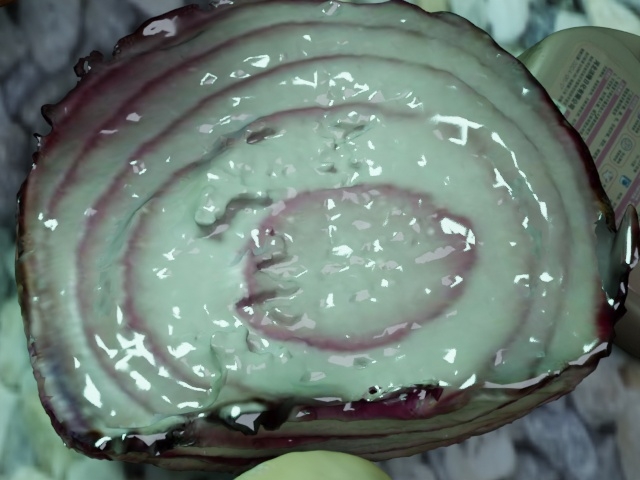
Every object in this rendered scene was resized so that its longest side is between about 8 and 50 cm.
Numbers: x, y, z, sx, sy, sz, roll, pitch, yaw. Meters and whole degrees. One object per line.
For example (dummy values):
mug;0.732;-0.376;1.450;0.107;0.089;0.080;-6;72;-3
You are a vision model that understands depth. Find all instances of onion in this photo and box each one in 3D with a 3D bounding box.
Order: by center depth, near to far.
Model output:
onion;0.000;0.000;0.965;0.314;0.146;0.280;-9;58;-1

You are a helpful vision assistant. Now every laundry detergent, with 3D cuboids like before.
laundry detergent;0.200;-0.023;1.072;0.237;0.076;0.171;36;68;-8

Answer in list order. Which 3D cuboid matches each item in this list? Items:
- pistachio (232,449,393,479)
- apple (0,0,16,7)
pistachio;-0.034;0.255;0.838;0.238;0.229;0.321;47;44;-30
apple;-0.214;-0.250;0.846;0.277;0.319;0.319;-5;78;-1
